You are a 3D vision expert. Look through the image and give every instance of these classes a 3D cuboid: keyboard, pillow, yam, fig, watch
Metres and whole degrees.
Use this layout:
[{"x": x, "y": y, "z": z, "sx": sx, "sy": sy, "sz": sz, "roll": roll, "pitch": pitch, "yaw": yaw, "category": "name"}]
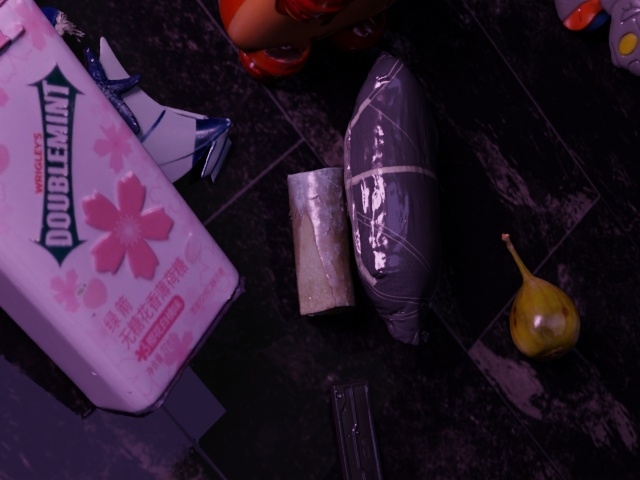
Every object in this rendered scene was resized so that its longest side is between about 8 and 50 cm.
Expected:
[{"x": 0.044, "y": 0.236, "z": 1.068, "sx": 0.053, "sy": 0.010, "sz": 0.155, "roll": -4, "pitch": 82, "yaw": -31, "category": "keyboard"}, {"x": 0.090, "y": -0.046, "z": 1.086, "sx": 0.161, "sy": 0.093, "sz": 0.335, "roll": 24, "pitch": 62, "yaw": -61, "category": "pillow"}, {"x": 0.000, "y": 0.000, "z": 1.060, "sx": 0.068, "sy": 0.068, "sz": 0.169, "roll": 1, "pitch": 79, "yaw": -29, "category": "yam"}, {"x": 0.281, "y": 0.068, "z": 1.190, "sx": 0.093, "sy": 0.093, "sz": 0.166, "roll": 7, "pitch": 76, "yaw": -28, "category": "fig"}, {"x": 0.491, "y": -0.372, "z": 1.329, "sx": 0.274, "sy": 0.241, "sz": 0.305, "roll": -17, "pitch": 86, "yaw": -44, "category": "watch"}]

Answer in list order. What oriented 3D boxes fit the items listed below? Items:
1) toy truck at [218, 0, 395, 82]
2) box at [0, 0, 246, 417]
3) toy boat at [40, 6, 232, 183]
[{"x": -0.014, "y": -0.333, "z": 1.057, "sx": 0.265, "sy": 0.189, "sz": 0.239, "roll": -27, "pitch": 83, "yaw": -30, "category": "toy truck"}, {"x": -0.230, "y": -0.022, "z": 0.846, "sx": 0.190, "sy": 0.112, "sz": 0.369, "roll": -55, "pitch": 128, "yaw": -33, "category": "box"}, {"x": -0.228, "y": -0.138, "z": 0.963, "sx": 0.292, "sy": 0.070, "sz": 0.210, "roll": -17, "pitch": 93, "yaw": -34, "category": "toy boat"}]
